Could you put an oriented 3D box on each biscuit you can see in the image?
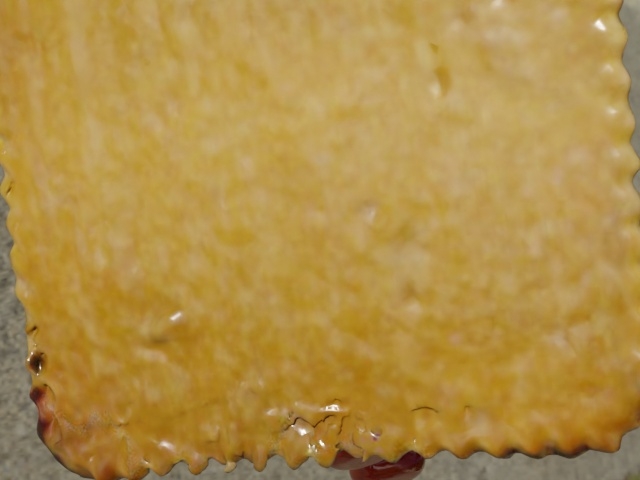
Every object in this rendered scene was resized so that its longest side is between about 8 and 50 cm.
[{"bbox_3d":[-0.010,-0.033,0.390,0.013,0.232,0.237,-30,113,-74],"label":"biscuit"}]

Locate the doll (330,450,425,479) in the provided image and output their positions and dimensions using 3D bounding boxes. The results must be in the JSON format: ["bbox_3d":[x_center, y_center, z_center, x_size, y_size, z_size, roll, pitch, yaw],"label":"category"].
[{"bbox_3d":[0.000,0.000,0.779,0.200,0.105,0.336,51,21,-62],"label":"doll"}]
